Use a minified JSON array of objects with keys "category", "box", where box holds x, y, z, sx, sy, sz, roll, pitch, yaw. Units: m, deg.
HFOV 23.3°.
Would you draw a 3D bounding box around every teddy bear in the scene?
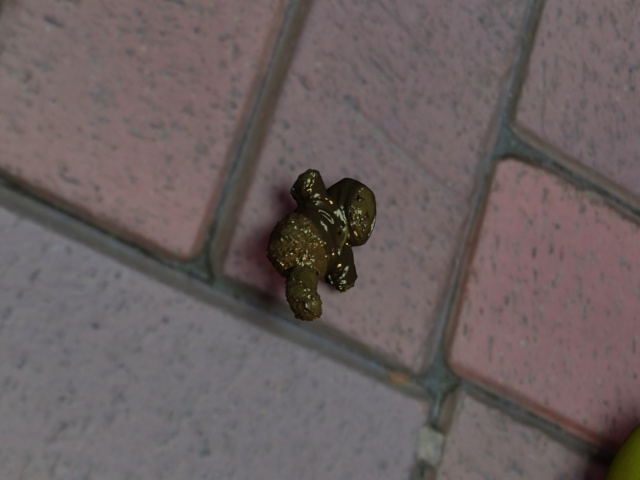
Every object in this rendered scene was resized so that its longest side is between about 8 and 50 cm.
[{"category":"teddy bear","box":[-0.008,0.002,1.354,0.160,0.078,0.119,-45,123,-51]}]

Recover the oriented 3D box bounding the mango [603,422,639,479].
[{"category":"mango","box":[0.342,0.293,1.459,0.185,0.149,0.273,-10,78,-24]}]
